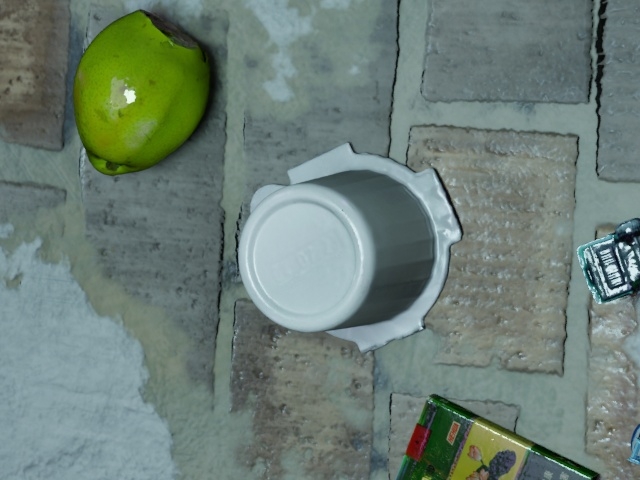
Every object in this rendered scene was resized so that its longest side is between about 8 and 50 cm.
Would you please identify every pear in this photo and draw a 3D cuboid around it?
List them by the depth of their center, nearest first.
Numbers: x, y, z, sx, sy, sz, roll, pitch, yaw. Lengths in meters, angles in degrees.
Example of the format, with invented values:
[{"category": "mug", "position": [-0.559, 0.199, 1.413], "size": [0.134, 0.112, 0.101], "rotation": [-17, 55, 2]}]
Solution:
[{"category": "pear", "position": [-0.245, -0.186, 2.047], "size": [0.187, 0.187, 0.219], "rotation": [36, 100, 19]}]

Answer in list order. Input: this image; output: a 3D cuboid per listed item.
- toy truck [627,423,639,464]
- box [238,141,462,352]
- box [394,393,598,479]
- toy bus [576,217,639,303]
[{"category": "toy truck", "position": [0.397, 0.247, 1.822], "size": [0.073, 0.090, 0.056], "rotation": [23, 101, 23]}, {"category": "box", "position": [0.000, 0.000, 1.931], "size": [0.291, 0.206, 0.262], "rotation": [27, 103, 19]}, {"category": "box", "position": [0.217, 0.301, 1.940], "size": [0.235, 0.034, 0.132], "rotation": [24, 103, 22]}, {"category": "toy bus", "position": [0.434, -0.003, 1.783], "size": [0.262, 0.109, 0.091], "rotation": [-21, 82, 22]}]
